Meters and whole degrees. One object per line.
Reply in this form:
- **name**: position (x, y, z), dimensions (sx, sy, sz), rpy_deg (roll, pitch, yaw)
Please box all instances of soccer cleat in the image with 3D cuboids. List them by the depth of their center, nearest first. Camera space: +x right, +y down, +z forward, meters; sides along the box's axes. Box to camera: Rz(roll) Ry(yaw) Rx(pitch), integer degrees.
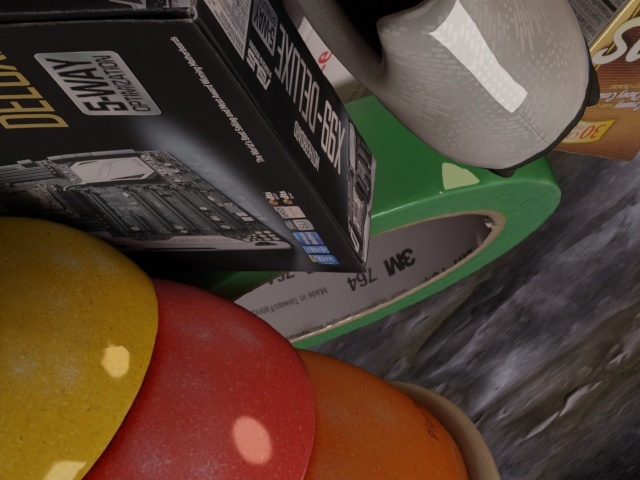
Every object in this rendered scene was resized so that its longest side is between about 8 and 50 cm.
- **soccer cleat**: position (0.019, -0.165, 0.908), dimensions (0.116, 0.331, 0.143), rpy_deg (-43, 136, 8)

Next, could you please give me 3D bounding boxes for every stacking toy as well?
- **stacking toy**: position (-0.158, 0.101, 1.020), dimensions (0.350, 0.350, 0.480), rpy_deg (-41, 118, 5)

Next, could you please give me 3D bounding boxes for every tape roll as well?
- **tape roll**: position (0.000, 0.000, 1.264), dimensions (0.321, 0.077, 0.321), rpy_deg (-22, 166, -6)

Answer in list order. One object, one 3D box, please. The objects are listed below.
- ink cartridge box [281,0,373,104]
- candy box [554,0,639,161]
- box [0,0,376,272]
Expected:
- **ink cartridge box**: position (0.036, -0.152, 1.171), dimensions (0.218, 0.092, 0.158), rpy_deg (-12, 144, -43)
- **candy box**: position (0.257, -0.203, 1.362), dimensions (0.183, 0.087, 0.316), rpy_deg (4, 131, -52)
- **box**: position (-0.124, -0.071, 0.978), dimensions (0.242, 0.077, 0.307), rpy_deg (0, 158, 16)
